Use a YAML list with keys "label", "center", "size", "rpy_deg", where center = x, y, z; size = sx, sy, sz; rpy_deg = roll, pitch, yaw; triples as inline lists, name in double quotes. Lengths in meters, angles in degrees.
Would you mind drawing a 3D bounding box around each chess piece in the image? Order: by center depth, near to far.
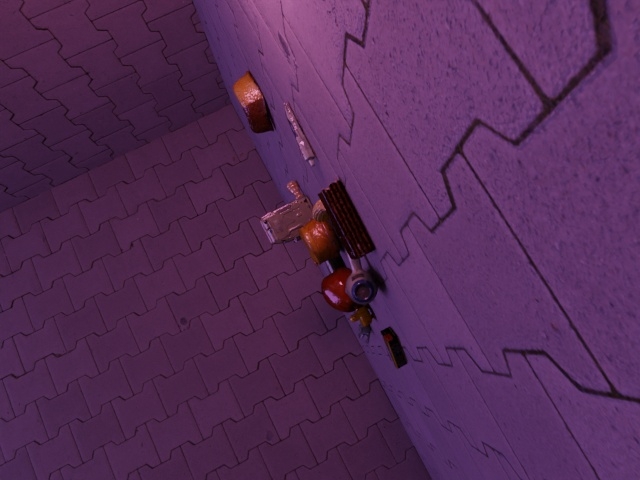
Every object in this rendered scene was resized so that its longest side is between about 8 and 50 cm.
- label: "chess piece"
  center: [-0.123, -0.249, 2.345]
  size: [0.122, 0.066, 0.066]
  rpy_deg: [55, 172, 15]

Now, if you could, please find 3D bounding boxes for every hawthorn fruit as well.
- label: "hawthorn fruit"
  center: [0.106, 0.220, 1.863]
  size: [0.202, 0.185, 0.185]
  rpy_deg: [53, 170, 37]

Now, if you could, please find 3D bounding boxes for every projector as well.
- label: "projector"
  center: [-0.148, -0.087, 2.240]
  size: [0.194, 0.269, 0.088]
  rpy_deg: [62, 174, -1]

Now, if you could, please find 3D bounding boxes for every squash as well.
- label: "squash"
  center: [0.092, 0.157, 2.167]
  size: [0.332, 0.087, 0.087]
  rpy_deg: [61, 174, -1]

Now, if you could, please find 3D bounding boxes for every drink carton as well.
- label: "drink carton"
  center: [0.288, 0.426, 1.772]
  size: [0.071, 0.056, 0.166]
  rpy_deg: [48, 164, 58]

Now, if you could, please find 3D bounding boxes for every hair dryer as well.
- label: "hair dryer"
  center: [0.130, 0.095, 1.606]
  size: [0.296, 0.118, 0.298]
  rpy_deg: [68, -171, -72]

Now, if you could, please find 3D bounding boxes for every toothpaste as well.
- label: "toothpaste"
  center: [-0.072, -0.354, 1.510]
  size: [0.060, 0.038, 0.234]
  rpy_deg: [121, 124, -81]

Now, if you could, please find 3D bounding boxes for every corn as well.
- label: "corn"
  center: [0.012, -0.113, 1.638]
  size: [0.165, 0.085, 0.063]
  rpy_deg: [111, 148, -77]

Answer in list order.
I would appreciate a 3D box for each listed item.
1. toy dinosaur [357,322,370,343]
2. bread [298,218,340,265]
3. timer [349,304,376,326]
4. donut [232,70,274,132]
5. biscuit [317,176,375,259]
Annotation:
- label: "toy dinosaur"
  center: [0.230, 0.467, 2.355]
  size: [0.383, 0.076, 0.129]
  rpy_deg: [86, -179, -59]
- label: "bread"
  center: [0.000, 0.000, 1.953]
  size: [0.195, 0.142, 0.270]
  rpy_deg: [59, 176, 14]
- label: "timer"
  center: [0.185, 0.347, 2.050]
  size: [0.107, 0.109, 0.107]
  rpy_deg: [62, 175, 10]
- label: "donut"
  center: [-0.306, -0.612, 2.042]
  size: [0.295, 0.112, 0.151]
  rpy_deg: [64, 177, -22]
- label: "biscuit"
  center: [0.075, -0.064, 1.355]
  size: [0.252, 0.070, 0.106]
  rpy_deg: [63, 173, -1]
